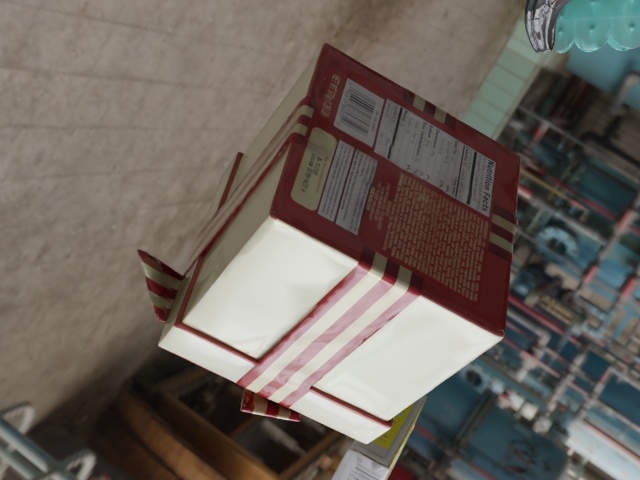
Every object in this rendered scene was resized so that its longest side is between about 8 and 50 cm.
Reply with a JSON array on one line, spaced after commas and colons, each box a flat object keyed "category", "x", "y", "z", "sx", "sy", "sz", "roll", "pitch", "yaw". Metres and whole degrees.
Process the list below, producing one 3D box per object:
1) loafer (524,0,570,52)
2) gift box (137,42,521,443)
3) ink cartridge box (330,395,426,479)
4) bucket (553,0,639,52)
[{"category": "loafer", "x": 0.284, "y": -0.301, "z": 1.207, "sx": 0.170, "sy": 0.061, "sz": 0.062, "roll": 77, "pitch": 30, "yaw": -45}, {"category": "gift box", "x": 0.000, "y": 0.000, "z": 0.909, "sx": 0.258, "sy": 0.276, "sz": 0.255, "roll": -49, "pitch": -165, "yaw": 46}, {"category": "ink cartridge box", "x": 0.050, "y": 0.350, "z": 1.381, "sx": 0.303, "sy": 0.072, "sz": 0.307, "roll": -67, "pitch": 167, "yaw": 22}, {"category": "bucket", "x": 0.486, "y": -0.394, "z": 1.568, "sx": 0.281, "sy": 0.281, "sz": 0.183, "roll": -24, "pitch": 113, "yaw": -66}]
